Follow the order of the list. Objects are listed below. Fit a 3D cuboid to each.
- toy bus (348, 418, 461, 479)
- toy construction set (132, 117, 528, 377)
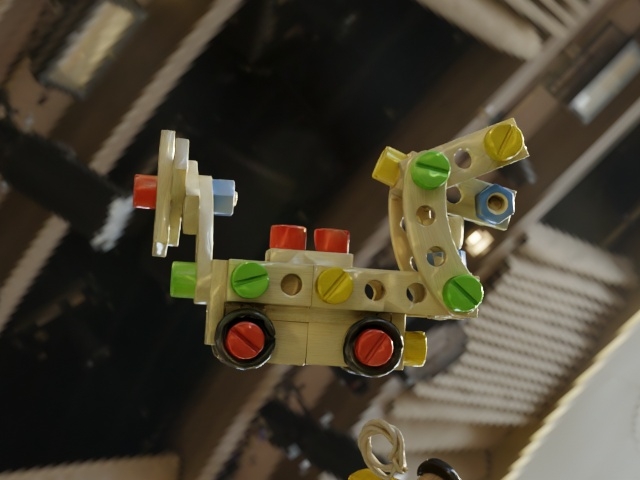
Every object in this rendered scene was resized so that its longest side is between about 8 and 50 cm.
[{"bbox_3d":[0.081,0.233,1.221,0.104,0.191,0.202,-25,-17,-44],"label":"toy bus"},{"bbox_3d":[0.000,0.000,1.316,0.327,0.215,0.151,3,-4,7],"label":"toy construction set"}]
